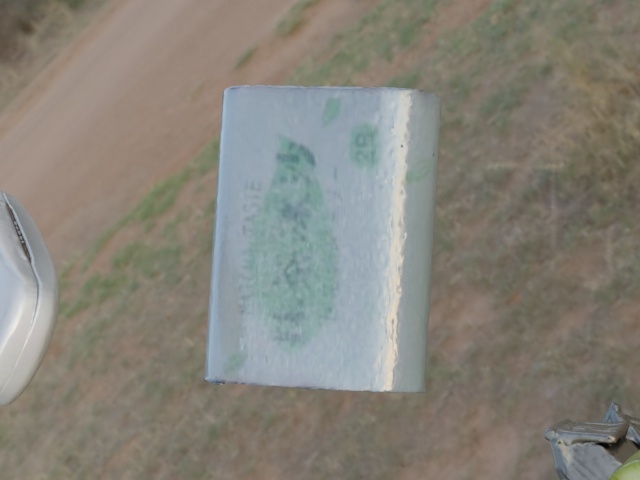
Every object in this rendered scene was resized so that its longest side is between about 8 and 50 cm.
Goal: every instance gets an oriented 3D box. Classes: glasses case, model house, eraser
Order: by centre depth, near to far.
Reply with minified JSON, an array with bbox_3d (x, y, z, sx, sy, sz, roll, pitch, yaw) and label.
[{"bbox_3d":[-0.225,0.032,0.832,0.092,0.059,0.233,-61,30,11],"label":"glasses case"},{"bbox_3d":[0.000,0.000,0.925,0.081,0.174,0.227,18,-105,-79],"label":"eraser"},{"bbox_3d":[0.366,0.293,1.503,0.229,0.188,0.122,-5,-39,-54],"label":"model house"}]

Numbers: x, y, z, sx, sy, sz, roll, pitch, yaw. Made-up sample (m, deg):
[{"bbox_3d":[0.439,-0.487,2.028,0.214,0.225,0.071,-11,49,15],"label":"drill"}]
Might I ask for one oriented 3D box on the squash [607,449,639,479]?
[{"bbox_3d":[0.367,0.278,1.081,0.049,0.252,0.252,-39,13,-34],"label":"squash"}]
